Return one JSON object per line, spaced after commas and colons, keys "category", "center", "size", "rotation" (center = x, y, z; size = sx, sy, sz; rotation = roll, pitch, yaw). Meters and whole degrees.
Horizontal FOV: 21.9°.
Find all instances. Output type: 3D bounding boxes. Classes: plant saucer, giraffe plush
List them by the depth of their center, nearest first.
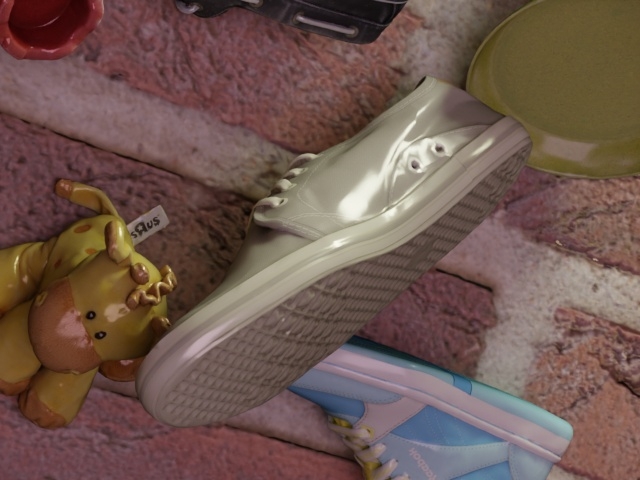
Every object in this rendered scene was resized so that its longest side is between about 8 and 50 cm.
{"category": "giraffe plush", "center": [-0.181, 0.057, 1.323], "size": [0.181, 0.170, 0.210], "rotation": [44, 83, -22]}
{"category": "plant saucer", "center": [0.249, -0.146, 1.457], "size": [0.241, 0.241, 0.037], "rotation": [24, 48, -23]}

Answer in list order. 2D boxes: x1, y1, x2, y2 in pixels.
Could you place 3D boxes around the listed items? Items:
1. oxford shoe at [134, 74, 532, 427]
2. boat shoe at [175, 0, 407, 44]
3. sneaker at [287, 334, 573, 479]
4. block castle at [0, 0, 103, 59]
{"category": "oxford shoe", "center": [0.000, 0.000, 1.344], "size": [0.130, 0.169, 0.449], "rotation": [41, 52, 14]}
{"category": "boat shoe", "center": [-0.079, -0.229, 1.336], "size": [0.335, 0.121, 0.119], "rotation": [15, 127, -16]}
{"category": "sneaker", "center": [0.062, 0.206, 1.470], "size": [0.319, 0.127, 0.208], "rotation": [23, 90, -22]}
{"category": "block castle", "center": [-0.390, -0.175, 1.108], "size": [0.453, 0.213, 0.303], "rotation": [-27, 142, -14]}
